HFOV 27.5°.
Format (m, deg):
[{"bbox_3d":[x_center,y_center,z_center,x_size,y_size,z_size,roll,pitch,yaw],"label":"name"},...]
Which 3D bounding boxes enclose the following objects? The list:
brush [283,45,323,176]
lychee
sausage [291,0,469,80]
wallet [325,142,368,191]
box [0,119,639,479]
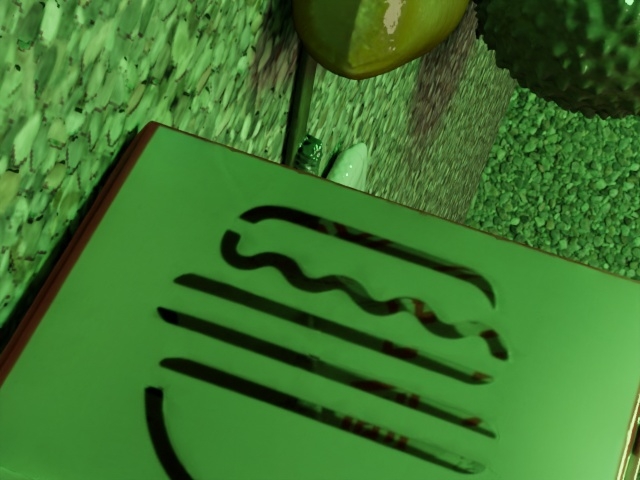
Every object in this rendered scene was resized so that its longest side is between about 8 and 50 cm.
[{"bbox_3d":[-0.009,-0.092,1.019,0.034,0.027,0.190,-61,166,-47],"label":"brush"},{"bbox_3d":[0.353,-0.326,1.521,0.432,0.380,0.380,136,-23,-77],"label":"lychee"},{"bbox_3d":[0.052,-0.181,0.957,0.274,0.105,0.105,-42,151,-68],"label":"sausage"},{"bbox_3d":[0.000,0.000,1.235,0.124,0.031,0.183,91,21,-60],"label":"wallet"},{"bbox_3d":[-0.018,0.173,0.703,0.312,0.314,0.300,96,15,-53],"label":"box"}]
